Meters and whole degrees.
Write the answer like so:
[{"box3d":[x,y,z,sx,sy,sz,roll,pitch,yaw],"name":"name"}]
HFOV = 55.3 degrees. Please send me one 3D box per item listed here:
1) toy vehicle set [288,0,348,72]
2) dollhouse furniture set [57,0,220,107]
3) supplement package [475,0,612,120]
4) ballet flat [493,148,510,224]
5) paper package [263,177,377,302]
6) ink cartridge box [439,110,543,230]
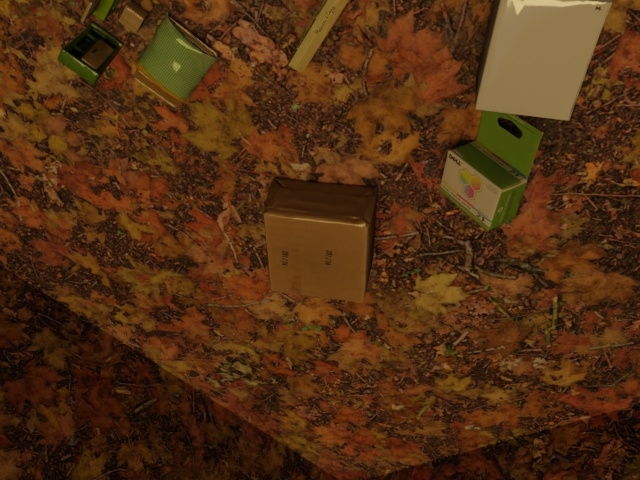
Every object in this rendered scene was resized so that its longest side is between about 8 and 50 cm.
[{"box3d":[0.025,-0.497,1.283,0.035,0.166,0.267,29,133,-14],"name":"toy vehicle set"},{"box3d":[-0.429,-0.440,1.466,0.301,0.151,0.197,34,132,-19],"name":"dollhouse furniture set"},{"box3d":[0.449,-0.409,1.274,0.204,0.145,0.262,9,134,6],"name":"supplement package"},{"box3d":[0.467,-0.151,1.576,0.086,0.086,0.248,3,132,12],"name":"ballet flat"},{"box3d":[0.000,0.000,1.769,0.309,0.168,0.325,7,135,10],"name":"paper package"},{"box3d":[0.401,-0.184,1.469,0.097,0.189,0.255,-23,139,-24],"name":"ink cartridge box"}]
